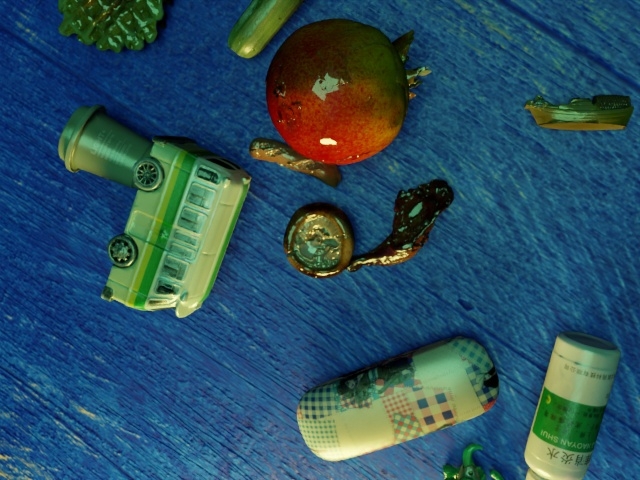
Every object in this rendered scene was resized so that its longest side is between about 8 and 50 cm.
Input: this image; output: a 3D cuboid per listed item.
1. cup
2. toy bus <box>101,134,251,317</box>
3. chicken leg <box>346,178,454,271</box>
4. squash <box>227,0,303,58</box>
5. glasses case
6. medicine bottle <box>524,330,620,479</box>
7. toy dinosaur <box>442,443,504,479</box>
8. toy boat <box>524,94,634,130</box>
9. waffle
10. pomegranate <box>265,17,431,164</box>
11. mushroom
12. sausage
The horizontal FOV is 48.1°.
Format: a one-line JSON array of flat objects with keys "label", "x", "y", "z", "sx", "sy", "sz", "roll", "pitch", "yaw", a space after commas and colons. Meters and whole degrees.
[{"label": "cup", "x": -0.337, "y": -0.148, "z": 1.166, "sx": 0.141, "sy": 0.120, "sz": 0.120, "roll": 23, "pitch": 102, "yaw": 0}, {"label": "toy bus", "x": -0.226, "y": -0.015, "z": 1.142, "sx": 0.164, "sy": 0.133, "sz": 0.276, "roll": 23, "pitch": 102, "yaw": 10}, {"label": "chicken leg", "x": 0.125, "y": -0.013, "z": 1.107, "sx": 0.093, "sy": 0.053, "sz": 0.205, "roll": 43, "pitch": 98, "yaw": 28}, {"label": "squash", "x": -0.057, "y": -0.375, "z": 1.094, "sx": 0.066, "sy": 0.066, "sz": 0.229, "roll": 43, "pitch": 106, "yaw": 4}, {"label": "glasses case", "x": 0.118, "y": 0.251, "z": 1.127, "sx": 0.327, "sy": 0.076, "sz": 0.125, "roll": -23, "pitch": 90, "yaw": 15}, {"label": "medicine bottle", "x": 0.366, "y": 0.269, "z": 1.064, "sx": 0.095, "sy": 0.095, "sz": 0.260, "roll": 14, "pitch": 102, "yaw": 11}, {"label": "toy dinosaur", "x": 0.244, "y": 0.381, "z": 1.130, "sx": 0.096, "sy": 0.059, "sz": 0.132, "roll": -8, "pitch": 104, "yaw": 5}, {"label": "toy boat", "x": 0.370, "y": -0.186, "z": 1.029, "sx": 0.149, "sy": 0.047, "sz": 0.049, "roll": 3, "pitch": 84, "yaw": 10}, {"label": "waffle", "x": -0.334, "y": -0.413, "z": 1.157, "sx": 0.207, "sy": 0.054, "sz": 0.214, "roll": 10, "pitch": 105, "yaw": 8}, {"label": "pomegranate", "x": 0.035, "y": -0.216, "z": 1.023, "sx": 0.235, "sy": 0.210, "sz": 0.210, "roll": -27, "pitch": 91, "yaw": -10}, {"label": "mushroom", "x": 0.000, "y": 0.000, "z": 1.134, "sx": 0.123, "sy": 0.052, "sz": 0.123, "roll": 4, "pitch": 104, "yaw": 18}, {"label": "sausage", "x": -0.039, "y": -0.126, "z": 1.137, "sx": 0.158, "sy": 0.042, "sz": 0.036, "roll": 22, "pitch": 64, "yaw": 7}]
